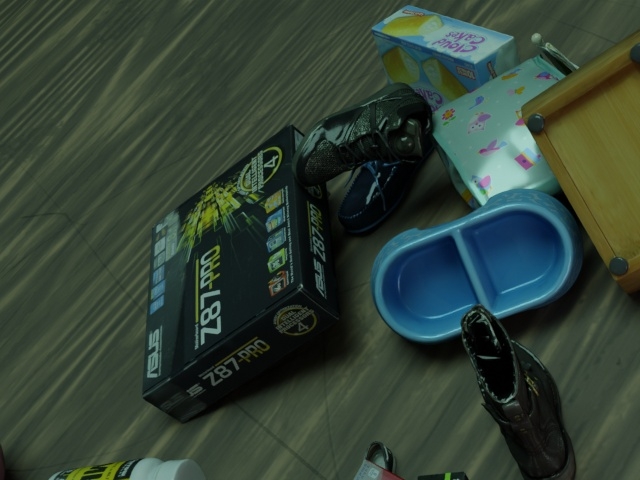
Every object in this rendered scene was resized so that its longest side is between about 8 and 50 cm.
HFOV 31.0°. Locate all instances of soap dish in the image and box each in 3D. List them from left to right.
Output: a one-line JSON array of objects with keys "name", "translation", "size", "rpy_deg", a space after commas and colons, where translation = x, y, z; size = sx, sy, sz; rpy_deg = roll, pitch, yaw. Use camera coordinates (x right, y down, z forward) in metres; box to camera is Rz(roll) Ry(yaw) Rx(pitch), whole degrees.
[{"name": "soap dish", "translation": [0.404, -0.103, 1.452], "size": [0.229, 0.290, 0.118], "rpy_deg": [-33, -9, 32]}]

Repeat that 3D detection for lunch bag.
[{"name": "lunch bag", "translation": [0.297, -0.129, 1.676], "size": [0.223, 0.160, 0.262], "rpy_deg": [-29, 33, 2]}]

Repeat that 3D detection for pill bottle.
[{"name": "pill bottle", "translation": [-0.262, 0.357, 1.555], "size": [0.209, 0.119, 0.119], "rpy_deg": [-13, 42, 22]}]

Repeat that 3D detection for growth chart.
[{"name": "growth chart", "translation": [0.400, -0.219, 1.701], "size": [0.021, 0.172, 0.237], "rpy_deg": [-44, 43, 11]}]

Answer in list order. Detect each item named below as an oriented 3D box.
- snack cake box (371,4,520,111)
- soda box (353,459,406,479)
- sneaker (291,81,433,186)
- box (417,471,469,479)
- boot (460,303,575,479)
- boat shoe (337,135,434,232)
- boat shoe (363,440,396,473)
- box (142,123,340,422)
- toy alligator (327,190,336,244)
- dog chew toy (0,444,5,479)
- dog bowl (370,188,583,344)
[{"name": "snack cake box", "translation": [0.212, -0.276, 1.885], "size": [0.089, 0.152, 0.264], "rpy_deg": [-35, 37, -20]}, {"name": "soda box", "translation": [0.036, 0.390, 1.303], "size": [0.092, 0.083, 0.263], "rpy_deg": [20, 75, 44]}, {"name": "sneaker", "translation": [0.069, -0.143, 1.689], "size": [0.227, 0.087, 0.130], "rpy_deg": [-30, 32, -10]}, {"name": "box", "translation": [0.148, 0.325, 1.371], "size": [0.062, 0.052, 0.083], "rpy_deg": [-11, 44, 23]}, {"name": "boot", "translation": [0.220, 0.153, 1.365], "size": [0.091, 0.229, 0.263], "rpy_deg": [-27, 39, 6]}, {"name": "boat shoe", "translation": [0.096, -0.128, 1.860], "size": [0.109, 0.089, 0.258], "rpy_deg": [6, 52, 38]}, {"name": "boat shoe", "translation": [0.071, 0.310, 1.448], "size": [0.046, 0.038, 0.125], "rpy_deg": [-11, 43, 24]}, {"name": "box", "translation": [-0.126, 0.041, 1.766], "size": [0.318, 0.097, 0.395], "rpy_deg": [-36, 35, 25]}, {"name": "toy alligator", "translation": [0.000, 0.000, 1.821], "size": [0.051, 0.056, 0.189], "rpy_deg": [24, 56, 1]}, {"name": "dog chew toy", "translation": [-0.564, 0.401, 1.654], "size": [0.207, 0.206, 0.331], "rpy_deg": [-20, 48, 14]}, {"name": "dog bowl", "translation": [0.204, 0.041, 1.540], "size": [0.297, 0.166, 0.074], "rpy_deg": [-22, 1, 12]}]
